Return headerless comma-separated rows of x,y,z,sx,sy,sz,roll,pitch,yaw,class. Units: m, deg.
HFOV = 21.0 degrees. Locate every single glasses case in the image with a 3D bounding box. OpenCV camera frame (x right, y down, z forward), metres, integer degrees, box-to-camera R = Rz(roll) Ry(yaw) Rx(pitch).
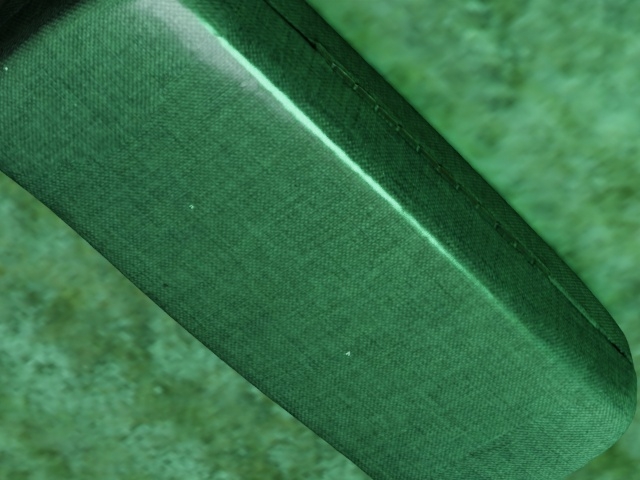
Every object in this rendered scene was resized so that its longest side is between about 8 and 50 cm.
0.000,0.000,0.736,0.131,0.074,0.323,-33,121,27,glasses case
